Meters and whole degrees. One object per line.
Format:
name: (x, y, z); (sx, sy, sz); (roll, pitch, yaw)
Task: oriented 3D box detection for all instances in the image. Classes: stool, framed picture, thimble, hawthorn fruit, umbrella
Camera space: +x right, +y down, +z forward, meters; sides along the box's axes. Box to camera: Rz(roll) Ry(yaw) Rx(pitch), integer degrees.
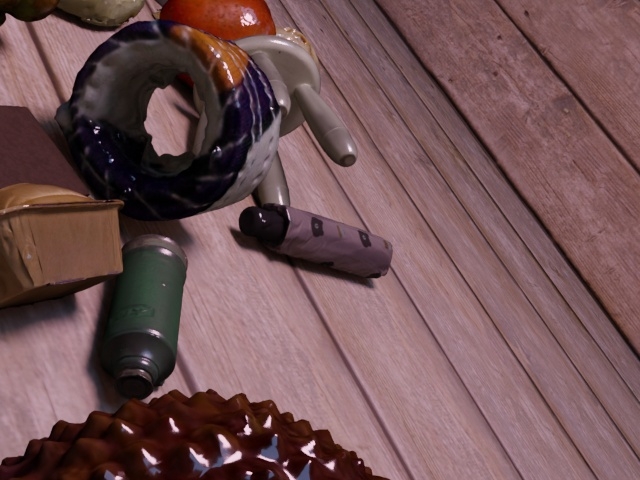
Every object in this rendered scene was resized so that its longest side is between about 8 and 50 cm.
stool: (-0.081, -0.167, 1.282); (0.195, 0.195, 0.199); (32, 31, -37)
framed picture: (-0.326, -0.084, 0.894); (0.128, 0.023, 0.168); (52, 22, 9)
thimble: (-0.174, -0.137, 1.025); (0.237, 0.237, 0.150); (51, 17, 7)
hawthorn fruit: (-0.184, -0.320, 1.396); (0.225, 0.197, 0.196); (12, 34, -17)
umbrella: (0.000, 0.000, 1.306); (0.337, 0.067, 0.073); (18, 79, -53)

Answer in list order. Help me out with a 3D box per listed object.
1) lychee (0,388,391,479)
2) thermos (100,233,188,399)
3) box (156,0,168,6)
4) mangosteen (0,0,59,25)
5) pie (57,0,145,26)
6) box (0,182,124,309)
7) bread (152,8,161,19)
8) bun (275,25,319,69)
lychee: (-0.075, 0.227, 0.475); (0.306, 0.306, 0.330); (49, -6, 2)
thermos: (-0.173, 0.080, 0.855); (0.073, 0.083, 0.188); (17, 32, -15)
box: (-0.285, -0.528, 1.581); (0.243, 0.135, 0.163); (38, 23, -23)
mangosteen: (-0.390, -0.323, 1.014); (0.184, 0.172, 0.172); (56, 17, -25)
pie: (-0.391, -0.439, 1.307); (0.296, 0.078, 0.371); (52, 23, 12)
box: (-0.250, -0.001, 0.791); (0.111, 0.111, 0.177); (52, 21, 11)
bread: (-0.220, -0.392, 1.512); (0.080, 0.109, 0.084); (55, 27, 9)
bun: (-0.077, -0.353, 1.684); (0.222, 0.127, 0.222); (38, 26, -23)
